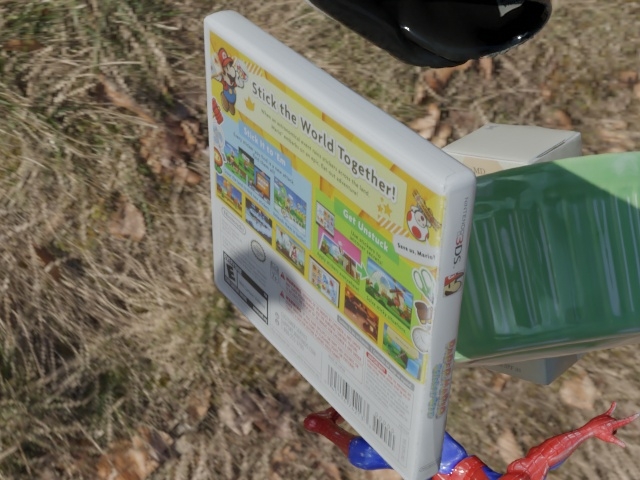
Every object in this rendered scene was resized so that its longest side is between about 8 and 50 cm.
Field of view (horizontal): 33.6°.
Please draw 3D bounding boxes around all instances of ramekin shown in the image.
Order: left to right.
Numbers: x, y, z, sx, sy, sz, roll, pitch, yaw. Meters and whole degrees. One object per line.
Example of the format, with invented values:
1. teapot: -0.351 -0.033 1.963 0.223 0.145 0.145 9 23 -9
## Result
1. ramekin: 0.218 0.030 0.993 0.303 0.303 0.148 -3 79 -27

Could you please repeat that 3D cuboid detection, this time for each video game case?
1. video game case: 0.000 0.000 0.623 0.026 0.227 0.206 -21 131 -28

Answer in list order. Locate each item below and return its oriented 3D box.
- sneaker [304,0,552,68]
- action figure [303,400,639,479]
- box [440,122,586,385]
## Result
1. sneaker: 0.091 -0.240 0.737 0.447 0.169 0.258 -23 79 -45
2. action figure: 0.117 0.151 0.780 0.139 0.280 0.092 -20 120 -27
3. box: 0.258 0.014 1.380 0.121 0.148 0.311 -29 119 -39
